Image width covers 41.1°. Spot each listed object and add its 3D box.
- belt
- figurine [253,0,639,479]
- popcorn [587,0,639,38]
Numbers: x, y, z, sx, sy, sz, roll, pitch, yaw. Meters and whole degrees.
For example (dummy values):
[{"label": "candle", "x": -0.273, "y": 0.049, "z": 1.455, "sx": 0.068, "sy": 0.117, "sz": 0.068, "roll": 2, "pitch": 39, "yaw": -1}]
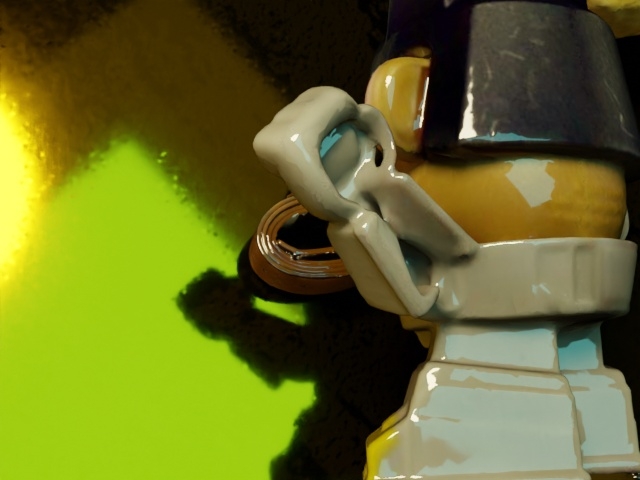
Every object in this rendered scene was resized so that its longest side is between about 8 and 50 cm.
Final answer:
[{"label": "belt", "x": 0.000, "y": 0.000, "z": 0.502, "sx": 0.083, "sy": 0.036, "sz": 0.059, "roll": -6, "pitch": 70, "yaw": -18}, {"label": "figurine", "x": 0.096, "y": -0.012, "z": 0.451, "sx": 0.143, "sy": 0.308, "sz": 0.308, "roll": -1, "pitch": 70, "yaw": 26}, {"label": "popcorn", "x": 0.220, "y": -0.232, "z": 0.540, "sx": 0.265, "sy": 0.225, "sz": 0.332, "roll": -22, "pitch": 93, "yaw": -25}]
